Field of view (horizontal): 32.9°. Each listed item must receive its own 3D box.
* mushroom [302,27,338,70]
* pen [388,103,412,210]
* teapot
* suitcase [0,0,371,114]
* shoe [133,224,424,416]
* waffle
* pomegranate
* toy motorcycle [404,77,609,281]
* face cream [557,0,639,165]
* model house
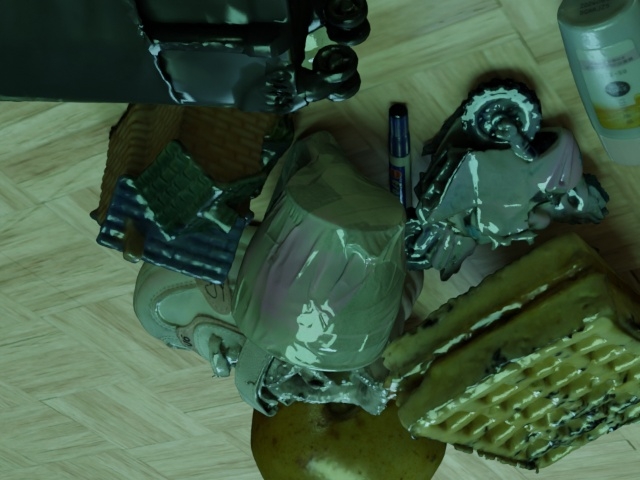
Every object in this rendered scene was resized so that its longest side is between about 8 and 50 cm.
[{"bbox_3d":[-0.013,-0.186,0.936,0.067,0.083,0.083,-42,139,-8],"label":"mushroom"},{"bbox_3d":[0.083,-0.068,1.130,0.025,0.025,0.204,2,146,7],"label":"pen"},{"bbox_3d":[0.013,0.005,1.075,0.163,0.221,0.178,18,120,0],"label":"teapot"},{"bbox_3d":[-0.189,-0.237,0.778,0.434,0.194,0.283,1,143,9],"label":"suitcase"},{"bbox_3d":[-0.060,0.096,1.245,0.351,0.198,0.172,-7,142,17],"label":"shoe"},{"bbox_3d":[0.254,0.145,1.204,0.261,0.114,0.376,-36,148,16],"label":"waffle"},{"bbox_3d":[0.038,0.237,1.385,0.264,0.264,0.264,5,146,3],"label":"pomegranate"},{"bbox_3d":[0.190,-0.037,1.082,0.204,0.108,0.239,19,144,-17],"label":"toy motorcycle"},{"bbox_3d":[0.269,-0.141,0.960,0.084,0.057,0.198,-11,142,26],"label":"face cream"},{"bbox_3d":[-0.124,-0.051,1.064,0.167,0.172,0.183,23,142,-20],"label":"model house"}]
